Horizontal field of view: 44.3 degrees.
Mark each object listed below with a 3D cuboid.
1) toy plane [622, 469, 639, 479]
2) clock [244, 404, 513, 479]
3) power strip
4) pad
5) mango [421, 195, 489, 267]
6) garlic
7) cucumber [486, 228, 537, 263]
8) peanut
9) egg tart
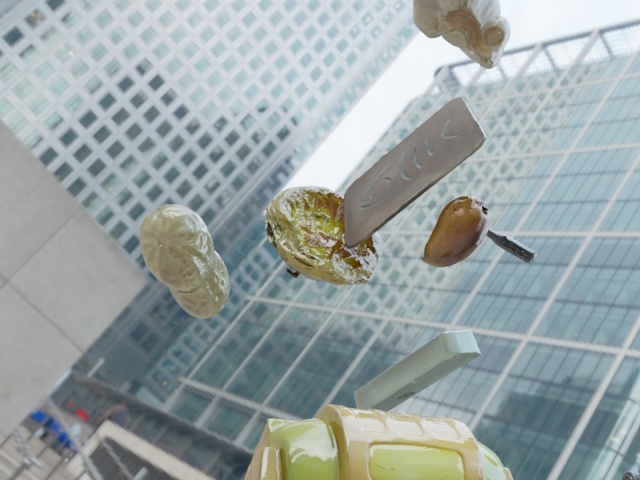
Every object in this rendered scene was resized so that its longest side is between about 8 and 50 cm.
[{"bbox_3d":[0.446,0.275,1.006,0.092,0.287,0.108,-1,-17,-9],"label":"toy plane"},{"bbox_3d":[0.058,0.306,0.637,0.244,0.317,0.200,7,-45,-15],"label":"clock"},{"bbox_3d":[0.194,0.298,1.717,0.385,0.091,0.062,-45,-128,46],"label":"power strip"},{"bbox_3d":[0.145,-0.119,1.327,0.018,0.284,0.286,46,17,-16],"label":"pad"},{"bbox_3d":[0.207,-0.009,1.203,0.077,0.127,0.063,37,0,9],"label":"mango"},{"bbox_3d":[0.335,-0.551,1.885,0.281,0.185,0.203,23,11,-20],"label":"garlic"},{"bbox_3d":[0.468,0.004,1.979,0.163,0.043,0.039,32,-29,25],"label":"cucumber"},{"bbox_3d":[-0.224,0.047,1.330,0.123,0.123,0.257,24,-30,31],"label":"peanut"},{"bbox_3d":[0.000,0.000,1.454,0.241,0.241,0.106,37,-49,4],"label":"egg tart"}]
